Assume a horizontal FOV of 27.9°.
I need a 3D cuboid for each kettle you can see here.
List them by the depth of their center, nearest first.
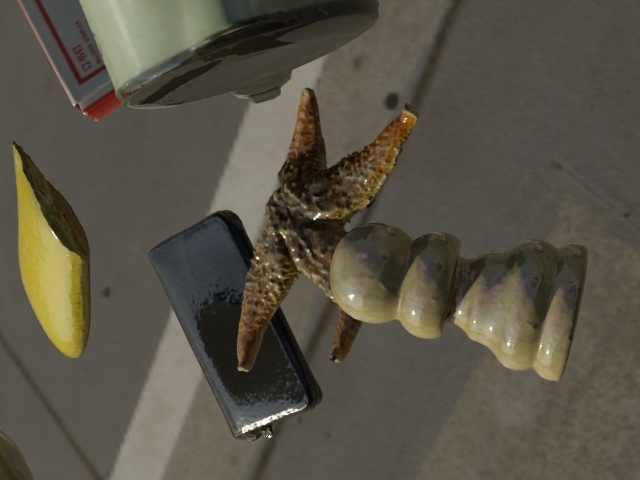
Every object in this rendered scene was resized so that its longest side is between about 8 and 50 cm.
[{"bbox_3d":[-0.116,-0.307,1.072,0.361,0.250,0.376,149,102,-86],"label":"kettle"}]

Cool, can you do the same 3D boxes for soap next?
[{"bbox_3d":[-0.166,0.009,0.804,0.089,0.033,0.168,54,152,24],"label":"soap"}]

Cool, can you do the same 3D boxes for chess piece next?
[{"bbox_3d":[0.090,0.036,0.878,0.171,0.094,0.094,9,99,7],"label":"chess piece"}]

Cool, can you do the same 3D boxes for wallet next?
[{"bbox_3d":[-0.090,0.096,1.406,0.149,0.044,0.250,-29,86,41],"label":"wallet"}]

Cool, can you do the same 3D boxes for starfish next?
[{"bbox_3d":[0.003,0.001,1.032,0.138,0.050,0.247,21,101,46],"label":"starfish"}]

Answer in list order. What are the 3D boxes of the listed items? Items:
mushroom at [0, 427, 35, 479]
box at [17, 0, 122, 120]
[{"bbox_3d":[-0.361,0.252,1.314,0.127,0.166,0.166,-40,51,-4],"label":"mushroom"},{"bbox_3d":[-0.236,-0.238,1.335,0.123,0.050,0.229,-33,66,6],"label":"box"}]
